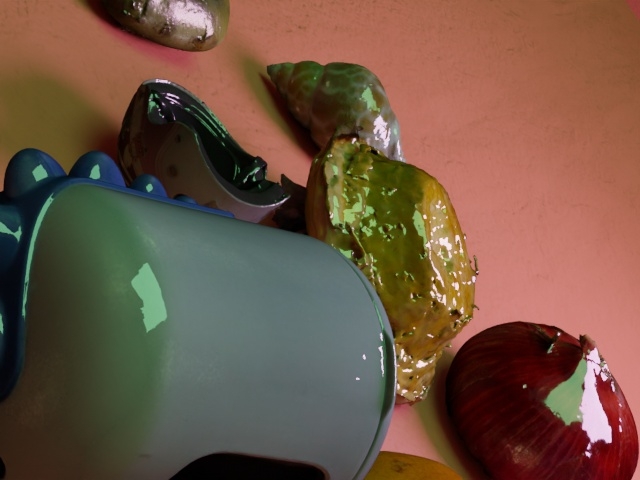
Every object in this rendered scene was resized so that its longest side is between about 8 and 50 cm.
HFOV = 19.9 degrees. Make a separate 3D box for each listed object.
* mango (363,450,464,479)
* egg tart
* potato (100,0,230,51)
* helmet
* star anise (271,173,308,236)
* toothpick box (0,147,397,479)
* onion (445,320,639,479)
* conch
[{"bbox_3d":[0.072,0.244,1.610,0.141,0.102,0.217,54,21,19],"label":"mango"},{"bbox_3d":[0.081,0.019,1.829,0.295,0.116,0.295,-14,90,-69],"label":"egg tart"},{"bbox_3d":[-0.158,-0.251,1.894,0.188,0.085,0.105,7,48,-53],"label":"potato"},{"bbox_3d":[-0.124,-0.060,1.671,0.153,0.107,0.177,31,13,-36],"label":"helmet"},{"bbox_3d":[-0.002,0.005,1.857,0.124,0.056,0.129,40,27,-30],"label":"star anise"},{"bbox_3d":[-0.132,0.073,1.295,0.354,0.263,0.263,14,45,-53],"label":"toothpick box"},{"bbox_3d":[0.247,0.190,1.958,0.248,0.161,0.248,21,58,-38],"label":"onion"},{"bbox_3d":[0.031,-0.135,2.061,0.173,0.106,0.116,63,-4,-24],"label":"conch"}]
